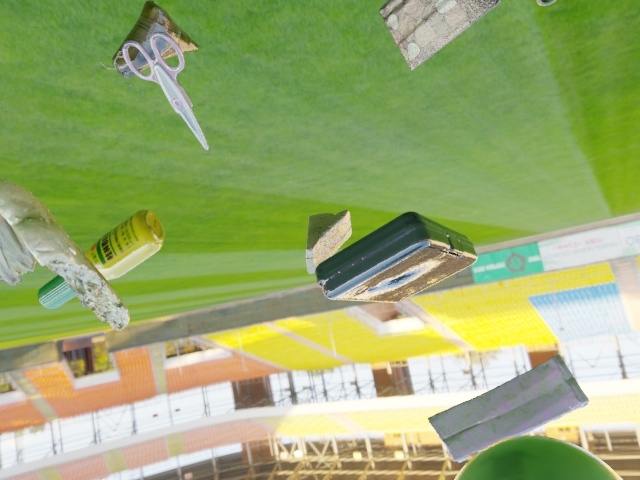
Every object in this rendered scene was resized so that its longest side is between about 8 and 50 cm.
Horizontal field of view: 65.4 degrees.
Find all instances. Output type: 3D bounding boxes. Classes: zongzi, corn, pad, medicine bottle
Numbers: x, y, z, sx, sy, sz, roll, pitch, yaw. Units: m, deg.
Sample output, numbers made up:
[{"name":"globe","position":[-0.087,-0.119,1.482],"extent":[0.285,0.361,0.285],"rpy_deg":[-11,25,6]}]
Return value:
[{"name":"zongzi","position":[-0.388,-0.436,1.184],"extent":[0.187,0.084,0.184],"rpy_deg":[-52,157,3]},{"name":"corn","position":[-0.691,-0.045,1.008],"extent":[0.122,0.305,0.123],"rpy_deg":[12,-132,39]},{"name":"pad","position":[0.236,-0.485,1.031],"extent":[0.003,0.158,0.235],"rpy_deg":[-30,-178,-42]},{"name":"medicine bottle","position":[-0.465,0.049,1.054],"extent":[0.309,0.111,0.076],"rpy_deg":[-33,141,10]}]

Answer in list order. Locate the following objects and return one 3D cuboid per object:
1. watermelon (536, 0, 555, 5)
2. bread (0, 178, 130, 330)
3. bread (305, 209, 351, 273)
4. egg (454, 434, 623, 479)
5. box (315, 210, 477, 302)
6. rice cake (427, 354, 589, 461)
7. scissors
[{"name":"watermelon","position":[0.294,-0.315,0.499],"extent":[0.141,0.140,0.187],"rpy_deg":[-8,163,-23]},{"name":"bread","position":[-0.314,0.012,0.602],"extent":[0.039,0.182,0.250],"rpy_deg":[-38,157,-19]},{"name":"bread","position":[0.020,0.003,1.133],"extent":[0.105,0.077,0.152],"rpy_deg":[-5,-144,5]},{"name":"egg","position":[0.233,0.346,0.521],"extent":[0.221,0.269,0.220],"rpy_deg":[8,174,1]},{"name":"box","position":[0.110,0.033,0.676],"extent":[0.160,0.050,0.230],"rpy_deg":[-32,157,24]},{"name":"rice cake","position":[0.370,0.343,0.998],"extent":[0.298,0.106,0.050],"rpy_deg":[-33,145,16]},{"name":"scissors","position":[-0.199,-0.200,0.692],"extent":[0.086,0.022,0.176],"rpy_deg":[-7,133,21]}]
